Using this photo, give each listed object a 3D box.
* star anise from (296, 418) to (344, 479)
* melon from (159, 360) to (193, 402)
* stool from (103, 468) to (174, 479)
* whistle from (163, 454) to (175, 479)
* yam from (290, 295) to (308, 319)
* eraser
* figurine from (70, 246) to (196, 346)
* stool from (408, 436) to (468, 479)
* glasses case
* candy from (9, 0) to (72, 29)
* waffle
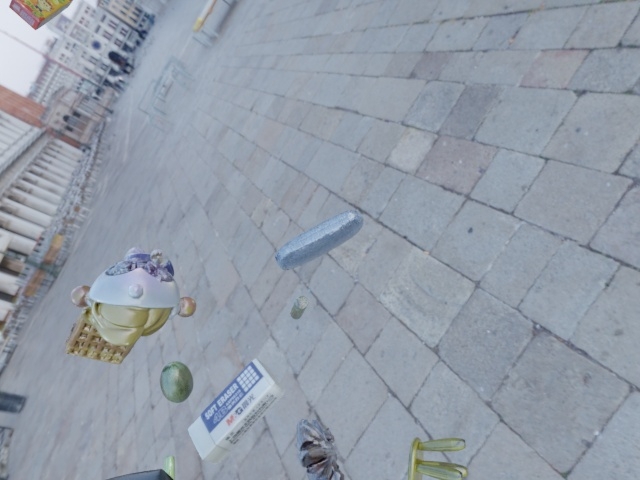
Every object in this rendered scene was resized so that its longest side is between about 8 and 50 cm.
[{"bbox_3d":[-0.009,0.800,1.519,0.139,0.316,0.359,-36,2,9],"label":"star anise"},{"bbox_3d":[-0.522,0.517,1.536,0.114,0.114,0.167,-136,37,-58],"label":"melon"},{"bbox_3d":[-0.272,0.454,0.587,0.232,0.141,0.232,-19,28,10],"label":"stool"},{"bbox_3d":[-0.364,0.638,1.008,0.105,0.085,0.227,-33,54,55],"label":"whistle"},{"bbox_3d":[-0.086,0.269,1.677,0.132,0.054,0.054,114,164,-55],"label":"yam"},{"bbox_3d":[-0.242,0.491,1.229,0.279,0.081,0.124,-46,44,-9],"label":"eraser"},{"bbox_3d":[-0.314,0.079,0.766,0.274,0.193,0.133,-70,-3,-74],"label":"figurine"},{"bbox_3d":[0.250,0.483,0.896,0.110,0.135,0.134,-1,67,25],"label":"stool"},{"bbox_3d":[0.000,0.000,1.223,0.282,0.109,0.067,-27,63,-6],"label":"glasses case"},{"bbox_3d":[-0.601,-0.516,0.916,0.038,0.062,0.122,-17,41,40],"label":"candy"},{"bbox_3d":[-0.782,0.332,1.550,0.328,0.224,0.098,-49,29,31],"label":"waffle"}]
